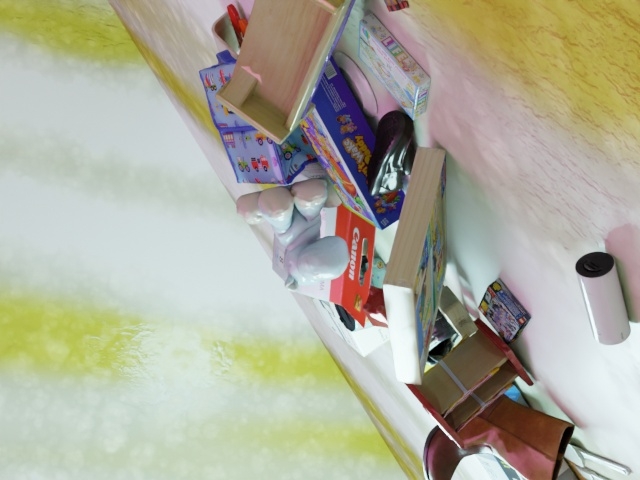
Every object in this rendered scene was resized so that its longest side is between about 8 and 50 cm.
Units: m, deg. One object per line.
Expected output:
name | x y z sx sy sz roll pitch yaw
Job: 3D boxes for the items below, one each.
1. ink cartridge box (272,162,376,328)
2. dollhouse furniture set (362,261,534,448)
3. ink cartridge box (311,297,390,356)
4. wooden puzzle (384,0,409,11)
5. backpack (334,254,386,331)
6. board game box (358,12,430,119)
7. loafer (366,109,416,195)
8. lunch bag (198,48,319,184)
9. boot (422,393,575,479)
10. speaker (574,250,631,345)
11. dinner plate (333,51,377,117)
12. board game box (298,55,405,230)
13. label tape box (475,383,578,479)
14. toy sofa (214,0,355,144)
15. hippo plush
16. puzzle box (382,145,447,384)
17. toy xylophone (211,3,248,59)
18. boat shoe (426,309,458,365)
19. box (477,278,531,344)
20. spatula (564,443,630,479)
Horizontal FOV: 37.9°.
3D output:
ink cartridge box | 0.000 0.000 2.237 0.385 0.091 0.308 -139 49 -56
dollhouse furniture set | 0.232 0.207 1.907 0.374 0.201 0.152 50 179 44
ink cartridge box | 0.073 0.184 2.691 0.198 0.114 0.273 63 167 -27
wooden puzzle | 0.104 -0.365 1.389 0.049 0.006 0.083 60 168 -18
backpack | 0.099 0.131 2.344 0.166 0.144 0.189 172 91 -75
board game box | 0.117 -0.280 1.510 0.154 0.026 0.103 52 168 18
loafer | 0.138 -0.158 1.675 0.220 0.078 0.080 109 159 -62
lunch bag | -0.140 -0.277 2.011 0.221 0.138 0.293 6 127 57
boot | 0.357 0.433 1.883 0.280 0.264 0.096 26 -175 41
speaker | 0.394 0.081 1.300 0.055 0.055 0.136 40 160 54
dinner plate | 0.060 -0.288 1.747 0.141 0.017 0.141 54 167 18
board game box | 0.035 -0.205 1.852 0.347 0.078 0.233 60 172 -21
label tape box | 0.412 0.446 2.052 0.348 0.115 0.249 55 168 -1
toy sofa | -0.037 -0.342 1.514 0.150 0.177 0.362 35 146 4
hippo plush | -0.062 -0.006 2.084 0.294 0.234 0.237 -10 95 52
puzzle box | 0.177 0.058 1.669 0.052 0.272 0.409 9 152 13
toy xylophone | -0.143 -0.382 2.137 0.323 0.081 0.236 50 166 28
boat shoe | 0.254 0.238 2.128 0.091 0.114 0.302 57 170 23
box | 0.338 0.134 1.725 0.094 0.027 0.137 53 168 19
spatula | 0.548 0.464 1.789 0.168 0.019 0.242 59 168 -7
